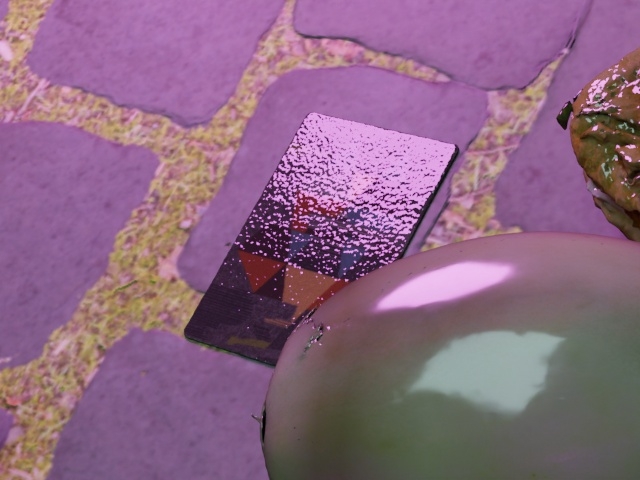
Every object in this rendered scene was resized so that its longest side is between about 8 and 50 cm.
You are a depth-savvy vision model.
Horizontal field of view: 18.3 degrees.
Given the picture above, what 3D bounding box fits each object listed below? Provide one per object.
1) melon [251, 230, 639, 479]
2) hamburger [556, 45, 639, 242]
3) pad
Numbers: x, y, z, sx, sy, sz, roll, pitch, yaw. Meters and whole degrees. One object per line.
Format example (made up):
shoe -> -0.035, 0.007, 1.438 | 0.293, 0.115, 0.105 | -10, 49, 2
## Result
melon -> 0.112, 0.108, 1.217 | 0.317, 0.223, 0.223 | -12, 54, 18
hamburger -> 0.270, -0.065, 1.341 | 0.206, 0.130, 0.183 | -31, 50, -22
pad -> 0.000, 0.000, 1.482 | 0.143, 0.003, 0.211 | 15, 66, 32
